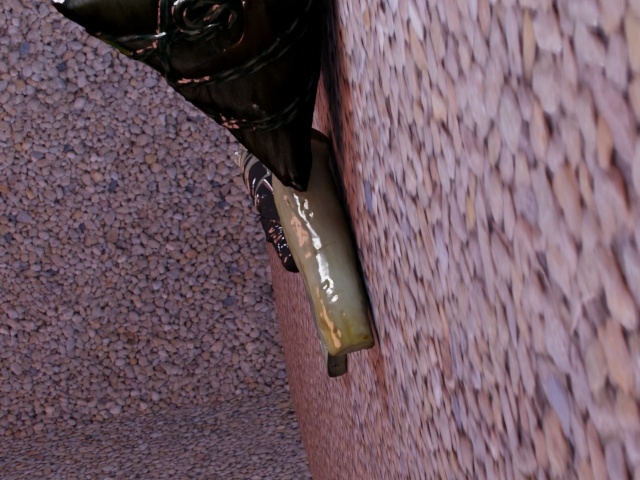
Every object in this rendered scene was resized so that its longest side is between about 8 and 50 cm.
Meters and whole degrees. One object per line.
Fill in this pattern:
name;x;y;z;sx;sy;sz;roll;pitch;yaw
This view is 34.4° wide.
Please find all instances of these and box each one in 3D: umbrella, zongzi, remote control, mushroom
umbrella;-0.087;-0.072;2.137;0.113;0.106;0.357;72;174;-47
zongzi;-0.111;-0.304;1.264;0.383;0.319;0.362;59;-168;-51
remote control;0.002;0.109;1.722;0.098;0.038;0.233;87;170;-55
mushroom;0.000;0.001;1.329;0.107;0.087;0.333;93;164;-62
